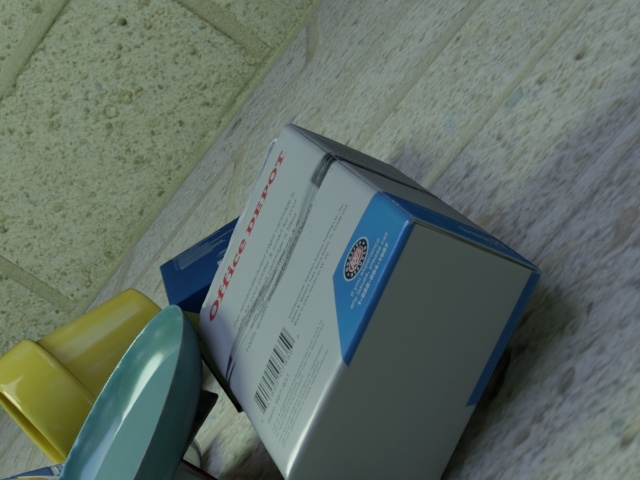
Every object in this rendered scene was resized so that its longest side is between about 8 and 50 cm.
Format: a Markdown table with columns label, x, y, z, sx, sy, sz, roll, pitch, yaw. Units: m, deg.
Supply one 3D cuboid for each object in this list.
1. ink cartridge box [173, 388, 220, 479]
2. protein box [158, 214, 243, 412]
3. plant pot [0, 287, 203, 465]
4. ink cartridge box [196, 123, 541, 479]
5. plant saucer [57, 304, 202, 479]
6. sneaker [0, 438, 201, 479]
| label | x | y | z | sx | sy | sz | roll | pitch | yaw |
| --- | --- | --- | --- | --- | --- | --- | --- | --- | --- |
| ink cartridge box | -0.160 | 0.292 | 1.271 | 0.272 | 0.130 | 0.309 | -60 | 16 | -11 |
| protein box | -0.052 | 0.050 | 1.331 | 0.199 | 0.136 | 0.201 | -32 | 14 | -3 |
| plant pot | -0.306 | 0.205 | 1.755 | 0.239 | 0.254 | 0.254 | -43 | 10 | -20 |
| ink cartridge box | 0.023 | 0.053 | 1.049 | 0.223 | 0.129 | 0.307 | -66 | 25 | 10 |
| plant saucer | -0.189 | 0.211 | 1.158 | 0.318 | 0.043 | 0.318 | -53 | 19 | 28 |
| sneaker | -0.282 | 0.311 | 1.532 | 0.296 | 0.112 | 0.131 | -12 | 14 | 13 |
